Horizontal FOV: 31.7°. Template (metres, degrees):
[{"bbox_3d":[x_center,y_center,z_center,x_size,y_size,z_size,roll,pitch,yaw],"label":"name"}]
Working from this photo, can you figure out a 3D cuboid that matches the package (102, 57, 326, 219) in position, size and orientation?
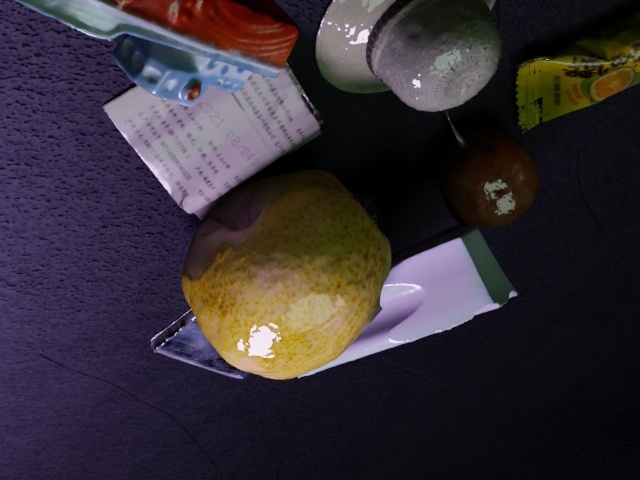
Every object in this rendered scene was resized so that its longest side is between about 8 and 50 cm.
[{"bbox_3d":[-0.106,-0.131,1.306,0.204,0.062,0.251,-34,148,2],"label":"package"}]

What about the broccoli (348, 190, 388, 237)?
[{"bbox_3d":[0.001,0.002,1.593,0.204,0.118,0.122,-27,176,26],"label":"broccoli"}]

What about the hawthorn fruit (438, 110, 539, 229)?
[{"bbox_3d":[0.231,-0.090,1.612,0.149,0.149,0.189,-43,150,20],"label":"hawthorn fruit"}]

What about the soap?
[{"bbox_3d":[0.112,0.079,1.610,0.347,0.115,0.208,-23,-177,39],"label":"soap"}]

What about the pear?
[{"bbox_3d":[-0.040,0.038,1.430,0.271,0.271,0.271,-24,151,-14],"label":"pear"}]

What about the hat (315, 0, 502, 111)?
[{"bbox_3d":[0.135,-0.226,1.317,0.257,0.130,0.257,-25,151,-15],"label":"hat"}]

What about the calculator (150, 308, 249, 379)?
[{"bbox_3d":[-0.136,0.147,1.751,0.161,0.021,0.261,-38,151,10],"label":"calculator"}]

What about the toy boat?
[{"bbox_3d":[-0.169,-0.209,1.024,0.133,0.145,0.332,-51,151,18],"label":"toy boat"}]

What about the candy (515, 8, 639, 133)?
[{"bbox_3d":[0.414,-0.258,1.597,0.297,0.081,0.187,-20,151,0],"label":"candy"}]
